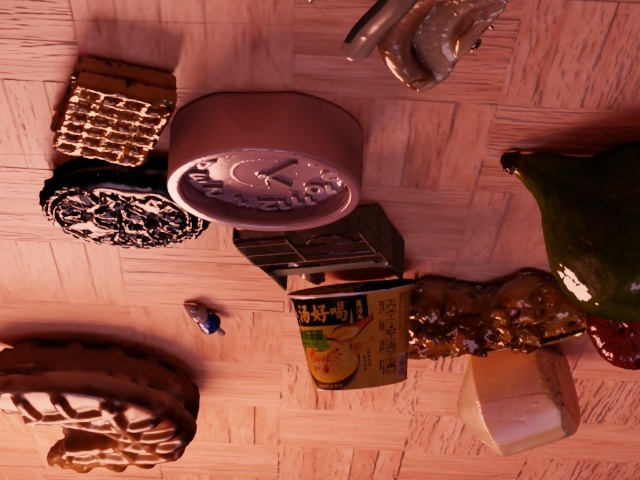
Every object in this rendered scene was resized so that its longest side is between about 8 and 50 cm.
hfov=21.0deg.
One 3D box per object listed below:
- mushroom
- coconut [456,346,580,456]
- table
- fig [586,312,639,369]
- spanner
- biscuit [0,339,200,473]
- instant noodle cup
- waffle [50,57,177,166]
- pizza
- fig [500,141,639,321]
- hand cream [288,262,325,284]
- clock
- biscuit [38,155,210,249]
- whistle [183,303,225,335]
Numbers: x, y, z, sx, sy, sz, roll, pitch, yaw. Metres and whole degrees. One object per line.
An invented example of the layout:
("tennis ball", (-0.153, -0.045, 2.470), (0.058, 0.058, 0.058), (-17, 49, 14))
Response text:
("mushroom", (0.106, -0.201, 1.430), (0.094, 0.072, 0.210), (9, 153, -19))
("coconut", (0.256, 0.210, 2.283), (0.153, 0.147, 0.147), (-17, 151, 20))
("table", (0.000, 0.000, 1.921), (0.146, 0.062, 0.175), (-5, 157, 17))
("fig", (0.389, 0.103, 2.055), (0.119, 0.119, 0.153), (-18, 148, 40))
("spanner", (0.064, -0.240, 1.331), (0.040, 0.095, 0.325), (-31, 174, -27))
("biscuit", (-0.307, 0.240, 2.450), (0.268, 0.115, 0.366), (-2, 157, 13))
("instant noodle cup", (0.041, 0.111, 2.043), (0.151, 0.122, 0.151), (-6, 180, 0))
("waffle", (-0.203, -0.124, 1.678), (0.102, 0.042, 0.148), (11, 155, -15))
("pizza", (0.198, 0.103, 2.114), (0.306, 0.085, 0.161), (-3, 155, 10))
("fig", (0.293, -0.039, 1.726), (0.203, 0.235, 0.203), (-35, 155, -19))
("hand cream", (-0.031, 0.030, 2.060), (0.093, 0.019, 0.030), (29, 148, -34))
("clock", (-0.055, -0.078, 1.741), (0.197, 0.068, 0.197), (2, 157, 1))
("biscuit", (-0.206, -0.041, 1.861), (0.195, 0.053, 0.194), (3, 157, 1))
("whistle", (-0.148, 0.102, 2.222), (0.033, 0.029, 0.083), (32, 172, 39))
